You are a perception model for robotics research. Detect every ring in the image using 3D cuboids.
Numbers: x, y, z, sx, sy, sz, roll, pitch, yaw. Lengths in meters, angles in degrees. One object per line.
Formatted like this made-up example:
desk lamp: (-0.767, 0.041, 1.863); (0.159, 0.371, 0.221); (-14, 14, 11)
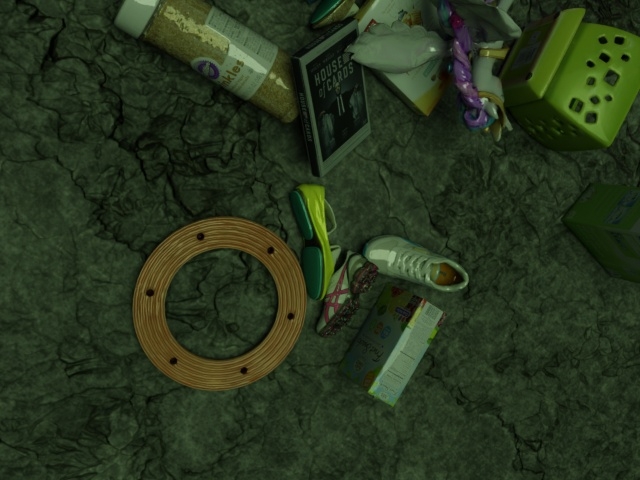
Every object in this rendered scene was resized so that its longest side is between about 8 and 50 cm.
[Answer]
ring: (-0.189, 0.121, 1.452); (0.337, 0.032, 0.336); (-3, 98, -18)

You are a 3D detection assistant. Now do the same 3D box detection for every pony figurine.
pony figurine: (0.259, -0.395, 1.367); (0.351, 0.303, 0.363); (21, 72, -41)

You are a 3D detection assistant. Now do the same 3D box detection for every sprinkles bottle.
sprinkles bottle: (-0.180, -0.342, 1.347); (0.355, 0.121, 0.121); (28, 87, -20)

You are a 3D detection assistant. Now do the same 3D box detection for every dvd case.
dvd case: (0.025, -0.260, 1.389); (0.179, 0.030, 0.238); (-45, 139, -37)

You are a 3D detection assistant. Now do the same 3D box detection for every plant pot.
plant pot: (0.492, -0.327, 1.533); (0.207, 0.228, 0.227); (28, 88, -14)

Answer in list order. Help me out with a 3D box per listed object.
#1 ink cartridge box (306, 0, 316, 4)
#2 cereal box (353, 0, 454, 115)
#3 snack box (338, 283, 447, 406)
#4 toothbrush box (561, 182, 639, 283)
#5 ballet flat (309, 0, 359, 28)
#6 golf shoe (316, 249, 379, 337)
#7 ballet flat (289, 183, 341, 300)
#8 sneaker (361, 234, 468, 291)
ink cartridge box: (-0.043, -0.526, 1.380); (0.061, 0.104, 0.181); (-45, 108, -9)
cereal box: (0.172, -0.384, 1.484); (0.240, 0.047, 0.173); (37, 85, -30)
snack box: (0.137, 0.200, 1.497); (0.070, 0.174, 0.207); (31, 86, -19)
toothbrush box: (0.685, -0.005, 1.604); (0.206, 0.283, 0.122); (43, 82, -20)
ballet flat: (0.062, -0.471, 1.445); (0.067, 0.073, 0.206); (38, 87, -35)
golf shoe: (0.040, 0.107, 1.517); (0.067, 0.086, 0.186); (13, 112, -58)
ballet flat: (0.000, 0.000, 1.482); (0.077, 0.077, 0.231); (-16, 100, -31)
sneaker: (0.194, 0.046, 1.542); (0.229, 0.092, 0.087); (14, 94, -19)
